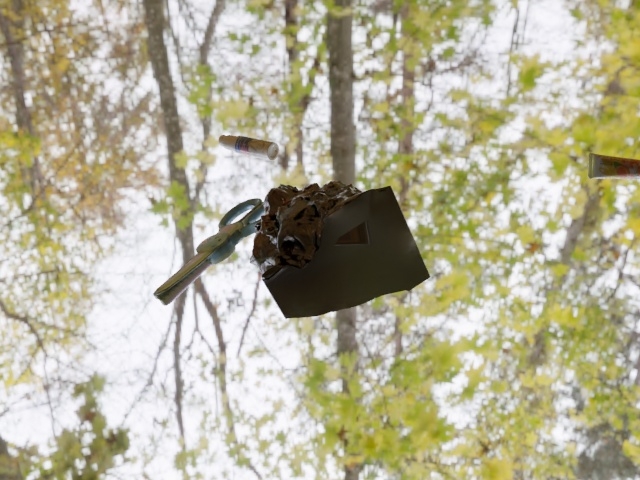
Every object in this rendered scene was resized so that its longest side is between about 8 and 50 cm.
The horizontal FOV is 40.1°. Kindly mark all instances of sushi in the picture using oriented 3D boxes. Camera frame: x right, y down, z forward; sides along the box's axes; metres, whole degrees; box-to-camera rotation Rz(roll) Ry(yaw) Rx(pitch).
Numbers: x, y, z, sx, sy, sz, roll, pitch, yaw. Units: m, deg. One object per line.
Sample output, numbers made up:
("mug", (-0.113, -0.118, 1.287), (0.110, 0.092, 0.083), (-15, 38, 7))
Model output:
("sushi", (0.000, 0.000, 1.037), (0.172, 0.153, 0.150), (-32, -144, -6))

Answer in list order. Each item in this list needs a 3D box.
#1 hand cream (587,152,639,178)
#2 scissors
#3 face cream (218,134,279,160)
("hand cream", (0.389, -0.090, 1.107), (0.102, 0.035, 0.022), (7, -153, 26))
("scissors", (-0.152, 0.010, 1.299), (0.125, 0.030, 0.256), (-4, -147, 45))
("face cream", (-0.133, -0.171, 1.587), (0.130, 0.034, 0.034), (16, -144, 36))
